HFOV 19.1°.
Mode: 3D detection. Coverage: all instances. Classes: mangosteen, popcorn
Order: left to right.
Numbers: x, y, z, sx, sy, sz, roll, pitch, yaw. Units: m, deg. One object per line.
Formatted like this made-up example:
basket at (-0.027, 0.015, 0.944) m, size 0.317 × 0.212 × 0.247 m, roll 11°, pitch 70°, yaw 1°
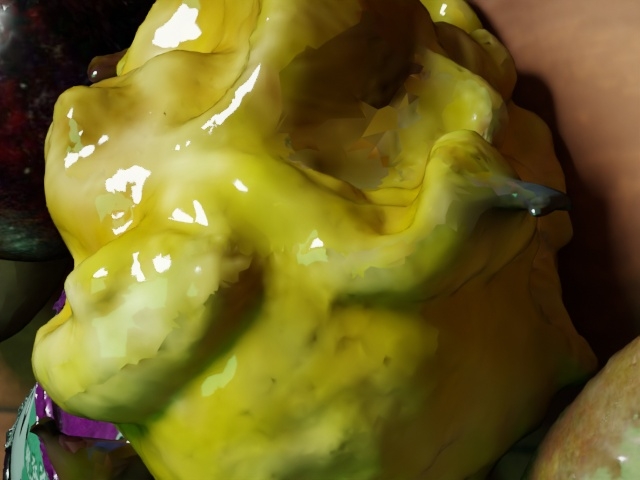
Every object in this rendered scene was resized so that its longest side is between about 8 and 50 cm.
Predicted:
mangosteen at (-0.133, -0.094, 1.136) m, size 0.289 × 0.231 × 0.231 m, roll 11°, pitch 110°, yaw 20°
popcorn at (0.000, 0.000, 0.899) m, size 0.281 × 0.297 × 0.316 m, roll -11°, pitch 94°, yaw 41°

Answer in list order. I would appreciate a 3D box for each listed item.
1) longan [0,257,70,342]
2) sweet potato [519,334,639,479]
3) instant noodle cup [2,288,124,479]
longan at (-0.256, -0.010, 1.336) m, size 0.189 × 0.189 × 0.189 m, roll 18°, pitch 113°, yaw 49°
sweet potato at (0.149, 0.139, 0.884) m, size 0.131 × 0.131 × 0.336 m, roll 55°, pitch 139°, yaw 28°
instant noodle cup at (-0.066, 0.122, 1.077) m, size 0.190 × 0.251 × 0.251 m, roll -40°, pitch 68°, yaw 59°
